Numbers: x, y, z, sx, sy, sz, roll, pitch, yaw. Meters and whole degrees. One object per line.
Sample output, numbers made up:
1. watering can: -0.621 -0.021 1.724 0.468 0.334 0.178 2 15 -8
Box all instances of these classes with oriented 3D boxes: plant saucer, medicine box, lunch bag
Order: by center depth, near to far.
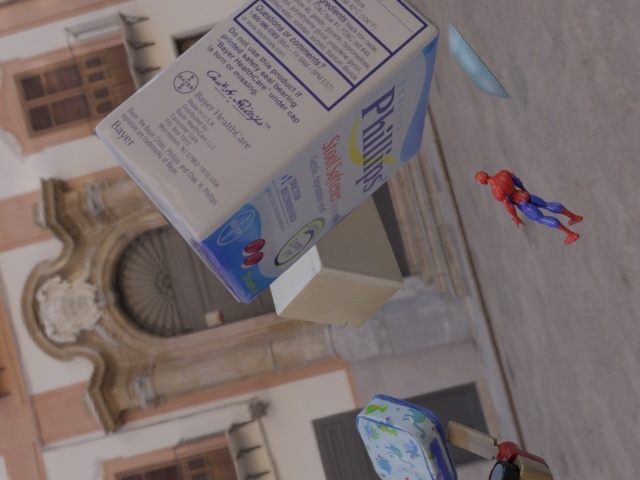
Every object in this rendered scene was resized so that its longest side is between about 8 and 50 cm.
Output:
1. medicine box: -0.037 -0.104 0.773 0.149 0.289 0.263 46 172 15
2. plant saucer: 0.305 -0.347 1.500 0.195 0.037 0.195 45 -160 -21
3. lunch bag: 0.180 0.423 1.525 0.176 0.090 0.219 7 128 45

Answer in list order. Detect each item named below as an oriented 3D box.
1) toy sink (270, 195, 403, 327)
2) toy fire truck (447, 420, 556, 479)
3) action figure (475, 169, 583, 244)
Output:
1. toy sink: 0.000 0.000 1.152 0.153 0.131 0.234 12 -135 -35
2. toy fire truck: 0.307 0.456 1.386 0.246 0.159 0.217 -88 19 -78
3. action figure: 0.196 -0.035 0.722 0.030 0.115 0.038 -32 31 61
